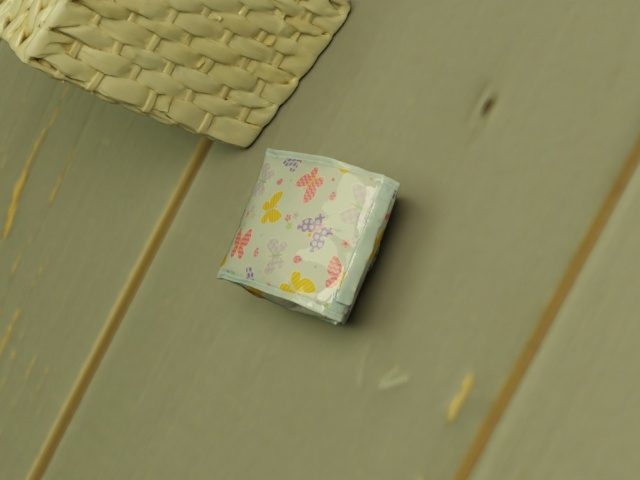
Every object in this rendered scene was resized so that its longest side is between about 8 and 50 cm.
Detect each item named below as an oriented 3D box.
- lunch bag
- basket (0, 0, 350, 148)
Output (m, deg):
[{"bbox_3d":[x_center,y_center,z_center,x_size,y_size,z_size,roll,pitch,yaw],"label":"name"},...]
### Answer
[{"bbox_3d":[0.000,0.000,0.717,0.083,0.053,0.071,11,79,58],"label":"lunch bag"},{"bbox_3d":[-0.084,-0.128,0.777,0.113,0.167,0.103,-52,48,17],"label":"basket"}]
